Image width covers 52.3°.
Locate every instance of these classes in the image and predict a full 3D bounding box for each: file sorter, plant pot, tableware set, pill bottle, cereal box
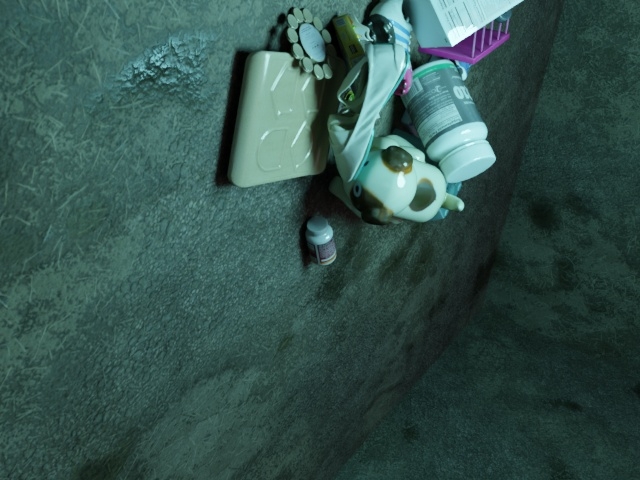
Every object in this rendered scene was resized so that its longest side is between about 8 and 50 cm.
[{"bbox_3d":[0.492,-0.740,2.178,0.291,0.202,0.182,-40,142,-40],"label":"file sorter"},{"bbox_3d":[0.345,-0.204,2.283,0.247,0.252,0.247,-62,152,-9],"label":"plant pot"},{"bbox_3d":[0.094,-0.382,1.946,0.104,0.024,0.154,-8,117,-59],"label":"tableware set"},{"bbox_3d":[0.000,0.000,2.011,0.086,0.086,0.152,-49,149,-30],"label":"pill bottle"},{"bbox_3d":[0.097,-0.458,1.751,0.047,0.173,0.240,-21,146,3],"label":"cereal box"},{"bbox_3d":[0.411,-0.381,2.111,0.204,0.361,0.204,-20,165,-6],"label":"pill bottle"}]

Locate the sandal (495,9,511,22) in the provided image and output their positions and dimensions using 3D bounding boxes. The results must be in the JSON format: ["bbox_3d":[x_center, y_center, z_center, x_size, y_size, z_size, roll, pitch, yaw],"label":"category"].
[{"bbox_3d":[0.507,-0.794,2.037,0.097,0.054,0.254,-32,98,-32],"label":"sandal"}]

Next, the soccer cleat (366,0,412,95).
[{"bbox_3d":[0.232,-0.576,1.937,0.143,0.116,0.331,-56,151,-18],"label":"soccer cleat"}]

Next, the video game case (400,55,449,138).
[{"bbox_3d":[0.416,-0.515,2.398,0.329,0.036,0.300,-64,152,-4],"label":"video game case"}]

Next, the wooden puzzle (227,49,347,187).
[{"bbox_3d":[-0.091,-0.308,1.630,0.348,0.080,0.322,-15,123,-51],"label":"wooden puzzle"}]

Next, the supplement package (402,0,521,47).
[{"bbox_3d":[0.394,-0.707,1.869,0.263,0.199,0.198,-34,112,-6],"label":"supplement package"}]

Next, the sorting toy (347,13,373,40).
[{"bbox_3d":[0.106,-0.564,1.768,0.045,0.075,0.083,-60,152,-12],"label":"sorting toy"}]

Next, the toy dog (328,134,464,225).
[{"bbox_3d":[0.207,-0.153,1.956,0.284,0.395,0.408,-59,161,13],"label":"toy dog"}]

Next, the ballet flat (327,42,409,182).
[{"bbox_3d":[0.090,-0.330,1.670,0.139,0.139,0.400,-31,153,-48],"label":"ballet flat"}]

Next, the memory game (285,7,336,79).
[{"bbox_3d":[-0.022,-0.475,1.574,0.186,0.012,0.186,23,59,-45],"label":"memory game"}]

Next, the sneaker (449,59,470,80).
[{"bbox_3d":[0.484,-0.616,2.220,0.080,0.081,0.211,80,10,-45],"label":"sneaker"}]
